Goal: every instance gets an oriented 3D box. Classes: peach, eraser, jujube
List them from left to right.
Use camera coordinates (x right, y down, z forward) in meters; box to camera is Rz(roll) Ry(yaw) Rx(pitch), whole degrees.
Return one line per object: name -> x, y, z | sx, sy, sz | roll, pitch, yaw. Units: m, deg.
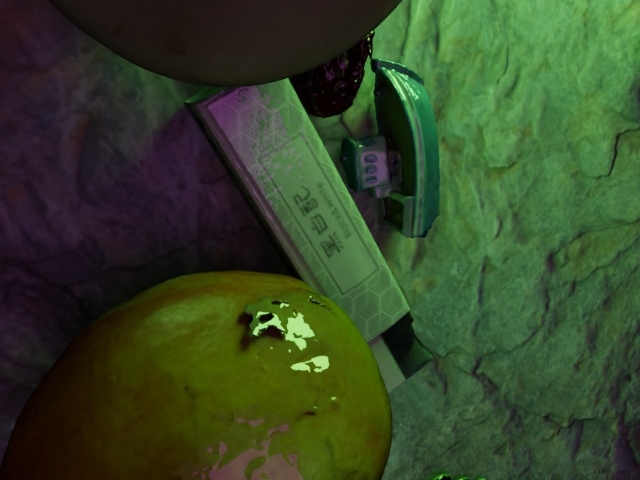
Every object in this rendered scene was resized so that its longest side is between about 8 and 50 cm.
peach -> -0.107, 0.209, 0.514 | 0.373, 0.290, 0.372 | -31, 146, -24
eraser -> 0.000, 0.000, 0.610 | 0.096, 0.098, 0.403 | -35, 115, -10
jujube -> 0.013, -0.215, 0.564 | 0.104, 0.104, 0.165 | -16, 123, -18

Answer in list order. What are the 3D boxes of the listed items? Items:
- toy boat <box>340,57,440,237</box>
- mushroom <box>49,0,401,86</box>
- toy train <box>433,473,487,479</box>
toy boat -> 0.077, -0.099, 0.621 | 0.102, 0.088, 0.215 | -11, 110, -15
mushroom -> -0.071, -0.305, 0.398 | 0.363, 0.294, 0.362 | 7, 121, 11
toy train -> 0.273, 0.430, 0.871 | 0.250, 0.053, 0.085 | 18, 105, -26
